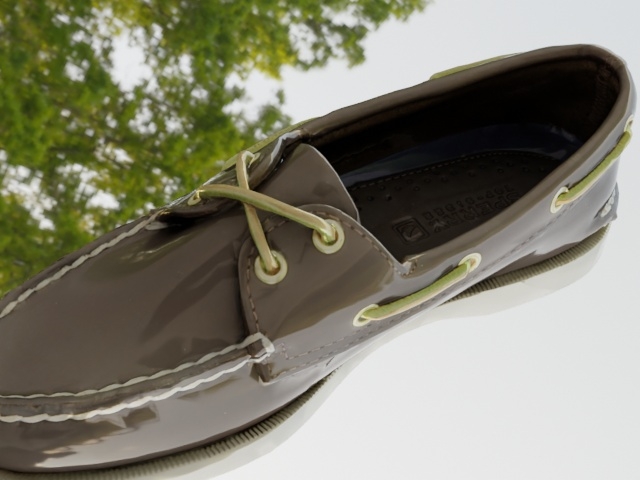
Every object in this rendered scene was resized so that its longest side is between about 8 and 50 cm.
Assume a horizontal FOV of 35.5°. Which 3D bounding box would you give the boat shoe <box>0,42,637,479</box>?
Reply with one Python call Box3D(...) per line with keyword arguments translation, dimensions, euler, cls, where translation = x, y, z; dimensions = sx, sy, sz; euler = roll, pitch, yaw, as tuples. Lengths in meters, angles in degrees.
Box3D(translation=(0.000, 0.000, 0.410), dimensions=(0.116, 0.324, 0.097), euler=(51, -31, 35), cls="boat shoe")
